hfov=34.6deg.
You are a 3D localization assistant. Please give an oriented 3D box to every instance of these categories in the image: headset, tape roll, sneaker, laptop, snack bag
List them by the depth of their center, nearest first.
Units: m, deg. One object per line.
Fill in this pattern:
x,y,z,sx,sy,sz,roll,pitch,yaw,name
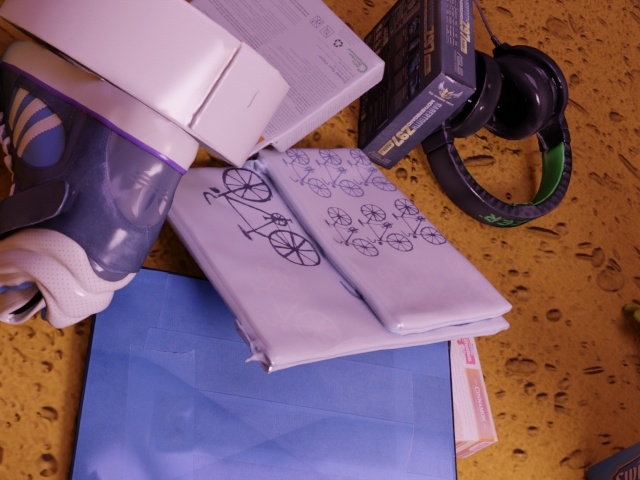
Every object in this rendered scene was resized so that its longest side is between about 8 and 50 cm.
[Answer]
-0.009,0.184,0.878,0.381,0.408,0.236,11,91,-16,laptop
-0.267,-0.046,0.971,0.322,0.236,0.130,28,-4,45,sneaker
-0.173,-0.187,1.034,0.286,0.286,0.100,33,89,-14,tape roll
0.000,0.000,1.120,0.342,0.037,0.323,-5,43,-38,snack bag
0.219,-0.206,1.469,0.243,0.185,0.394,-3,78,-35,headset

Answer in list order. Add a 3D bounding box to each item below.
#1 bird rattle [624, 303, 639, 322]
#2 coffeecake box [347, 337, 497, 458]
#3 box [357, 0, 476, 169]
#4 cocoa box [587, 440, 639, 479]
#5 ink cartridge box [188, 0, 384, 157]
0.542,0.176,1.458,0.253,0.143,0.207,37,56,-29,bird rattle
0.092,0.160,1.133,0.185,0.068,0.142,10,57,-32,coffeecake box
0.125,-0.235,1.353,0.059,0.183,0.233,22,49,-23,box
0.508,0.380,1.176,0.347,0.231,0.228,29,46,-18,cocoa box
-0.077,-0.213,1.227,0.224,0.045,0.223,-36,71,-17,ink cartridge box
